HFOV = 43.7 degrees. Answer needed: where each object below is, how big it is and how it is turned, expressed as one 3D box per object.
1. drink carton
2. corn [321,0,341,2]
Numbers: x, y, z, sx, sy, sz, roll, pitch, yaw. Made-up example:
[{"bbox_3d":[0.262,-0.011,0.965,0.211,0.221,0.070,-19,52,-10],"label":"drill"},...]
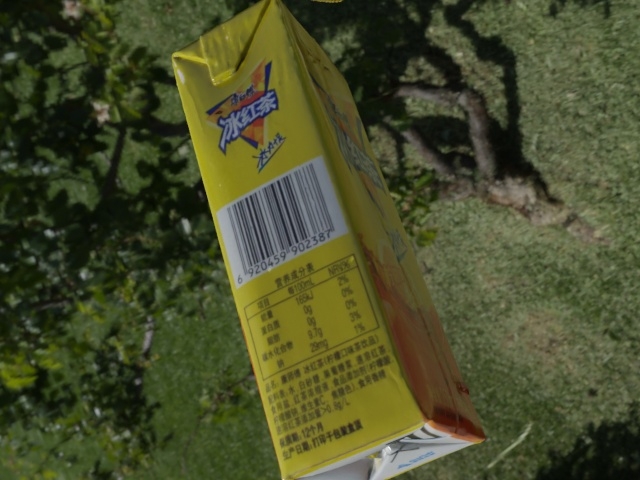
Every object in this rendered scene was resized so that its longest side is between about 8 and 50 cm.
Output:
[{"bbox_3d":[0.000,0.000,0.616,0.111,0.154,0.351,-27,63,15],"label":"drink carton"},{"bbox_3d":[-0.011,-0.387,1.122,0.097,0.261,0.097,9,106,34],"label":"corn"}]
